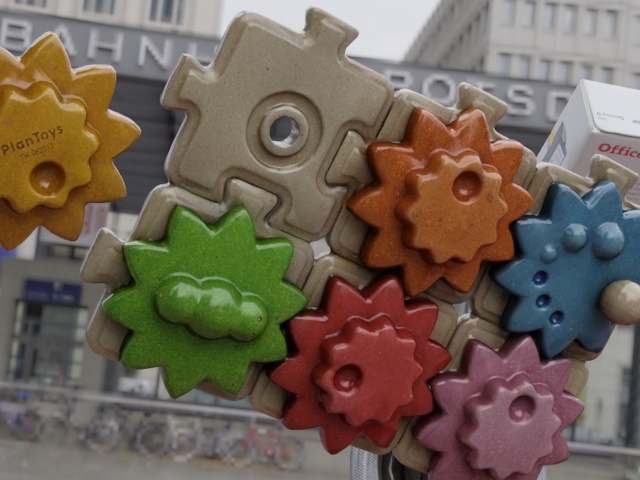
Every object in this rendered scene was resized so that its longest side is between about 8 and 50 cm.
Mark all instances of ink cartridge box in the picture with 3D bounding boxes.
[{"bbox_3d":[0.345,-0.077,1.523,0.154,0.093,0.212,8,-41,-13],"label":"ink cartridge box"}]

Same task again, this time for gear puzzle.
[{"bbox_3d":[0.000,0.000,0.536,0.339,0.175,0.044,23,7,-24],"label":"gear puzzle"}]

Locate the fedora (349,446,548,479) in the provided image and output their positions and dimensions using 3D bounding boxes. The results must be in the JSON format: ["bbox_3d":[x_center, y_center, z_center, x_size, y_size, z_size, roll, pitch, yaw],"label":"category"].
[{"bbox_3d":[0.152,0.293,1.583,0.244,0.275,0.124,-1,-23,-6],"label":"fedora"}]
